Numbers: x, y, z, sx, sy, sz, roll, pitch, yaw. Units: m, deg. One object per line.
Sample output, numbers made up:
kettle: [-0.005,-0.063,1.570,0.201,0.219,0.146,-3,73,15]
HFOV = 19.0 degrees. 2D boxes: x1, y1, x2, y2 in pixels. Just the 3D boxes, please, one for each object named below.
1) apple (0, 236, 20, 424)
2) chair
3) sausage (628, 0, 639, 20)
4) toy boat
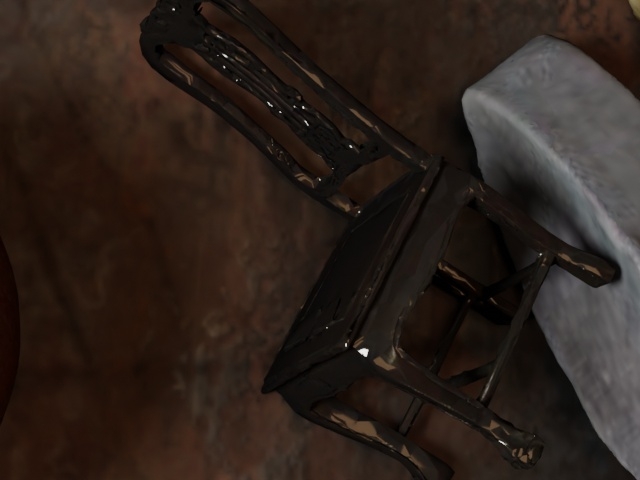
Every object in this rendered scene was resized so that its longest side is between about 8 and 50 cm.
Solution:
apple: [-0.214,0.038,0.706,0.201,0.162,0.201,11,62,-22]
chair: [0.000,0.000,0.826,0.229,0.106,0.113,33,66,-10]
sausage: [0.292,-0.138,0.996,0.301,0.066,0.066,-1,78,-22]
toy boat: [0.226,0.015,0.895,0.293,0.111,0.276,-3,62,-18]
